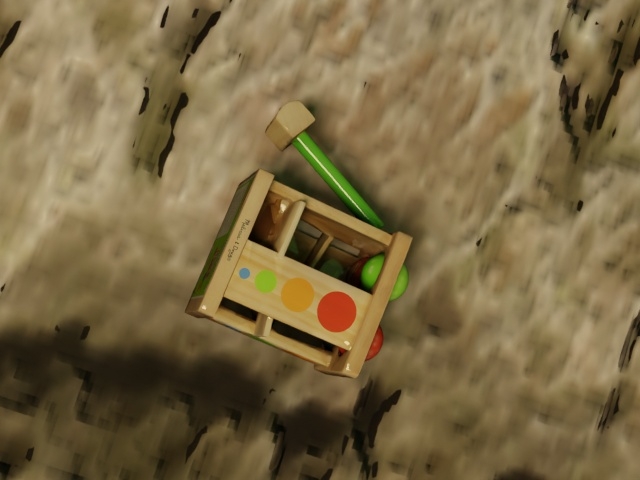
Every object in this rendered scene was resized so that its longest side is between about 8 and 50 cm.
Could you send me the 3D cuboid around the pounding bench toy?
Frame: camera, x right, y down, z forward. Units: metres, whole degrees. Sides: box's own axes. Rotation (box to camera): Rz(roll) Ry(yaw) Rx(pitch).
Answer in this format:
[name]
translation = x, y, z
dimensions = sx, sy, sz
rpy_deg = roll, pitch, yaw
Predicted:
[pounding bench toy]
translation = 0.000, 0.000, 0.433
dimensions = 0.065, 0.052, 0.083
rpy_deg = 24, 81, -9
